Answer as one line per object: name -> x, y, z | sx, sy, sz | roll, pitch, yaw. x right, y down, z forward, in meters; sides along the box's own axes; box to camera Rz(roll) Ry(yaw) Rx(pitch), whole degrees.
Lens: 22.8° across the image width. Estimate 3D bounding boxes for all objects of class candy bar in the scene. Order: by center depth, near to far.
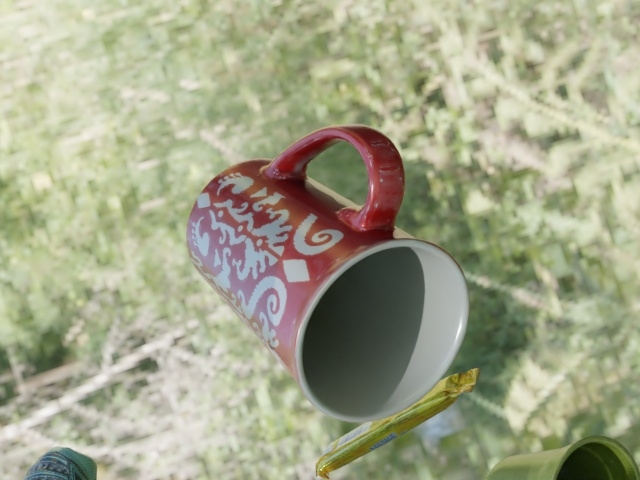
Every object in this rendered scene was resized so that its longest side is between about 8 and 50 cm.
candy bar -> 0.057, 0.142, 1.239 | 0.018, 0.161, 0.040 | 51, -152, -9

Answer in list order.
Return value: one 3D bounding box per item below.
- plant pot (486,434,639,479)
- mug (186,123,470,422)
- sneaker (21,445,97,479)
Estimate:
plant pot -> 0.147, 0.163, 1.004 | 0.079, 0.083, 0.083 | -5, 104, 54
mug -> 0.006, 0.006, 0.948 | 0.113, 0.150, 0.169 | 29, -176, -37
sneaker -> -0.168, 0.269, 1.276 | 0.283, 0.110, 0.122 | 71, -147, -48
